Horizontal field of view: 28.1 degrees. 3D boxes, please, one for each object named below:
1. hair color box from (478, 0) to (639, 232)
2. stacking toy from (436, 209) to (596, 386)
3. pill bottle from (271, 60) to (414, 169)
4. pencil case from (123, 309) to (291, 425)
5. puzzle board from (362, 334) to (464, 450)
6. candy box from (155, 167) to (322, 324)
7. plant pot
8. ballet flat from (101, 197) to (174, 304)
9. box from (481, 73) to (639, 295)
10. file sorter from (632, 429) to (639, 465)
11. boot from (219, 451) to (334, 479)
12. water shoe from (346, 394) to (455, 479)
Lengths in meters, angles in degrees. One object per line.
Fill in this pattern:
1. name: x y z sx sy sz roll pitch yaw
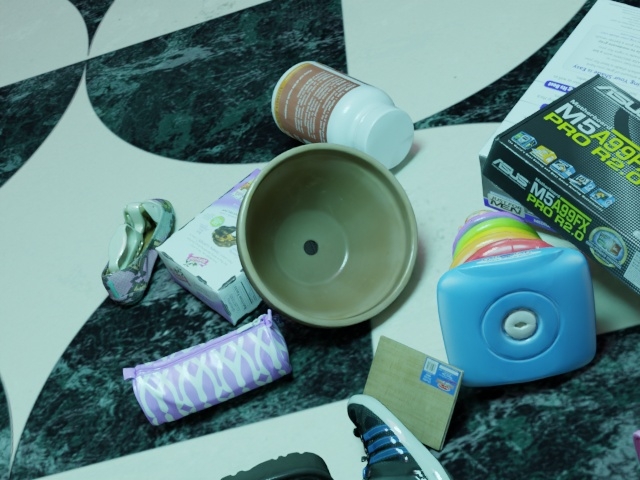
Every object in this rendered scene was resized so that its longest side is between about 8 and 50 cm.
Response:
1. hair color box: 0.371 -0.159 1.677 0.185 0.110 0.339 23 56 29
2. stacking toy: 0.219 0.029 1.556 0.175 0.166 0.302 -10 25 3
3. pill bottle: 0.034 -0.180 1.882 0.121 0.121 0.216 -40 41 -18
4. pencil case: -0.136 0.161 1.614 0.206 0.088 0.086 -24 40 2
5. puzzle board: 0.106 0.176 1.491 0.128 0.011 0.096 21 97 41
6. candy box: -0.103 0.005 1.785 0.196 0.070 0.165 -39 41 -18
7. plant pot: 0.000 0.000 1.668 0.237 0.237 0.110 -39 1 -17
8. ballet flat: -0.269 -0.005 1.875 0.077 0.079 0.221 -8 42 21
9. box: 0.353 -0.062 1.461 0.216 0.060 0.270 -31 61 -36
10. file sorter: 0.464 0.205 1.179 0.290 0.182 0.202 -30 40 -6
11. boot: -0.096 0.379 1.314 0.348 0.131 0.260 -27 39 -3
12. water shoe: 0.072 0.245 1.425 0.080 0.073 0.203 -37 40 -12
